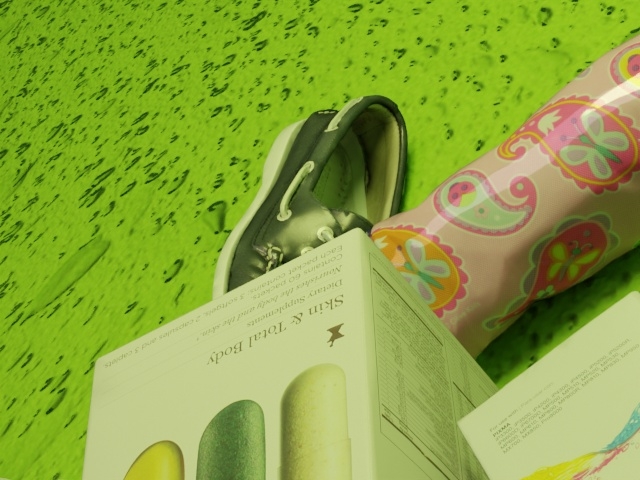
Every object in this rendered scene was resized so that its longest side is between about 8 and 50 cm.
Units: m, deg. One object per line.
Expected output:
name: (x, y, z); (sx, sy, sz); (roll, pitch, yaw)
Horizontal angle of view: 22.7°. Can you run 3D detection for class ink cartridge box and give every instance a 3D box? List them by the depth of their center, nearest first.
ink cartridge box: (0.177, 0.141, 0.824); (0.127, 0.128, 0.176); (-38, 34, 6)

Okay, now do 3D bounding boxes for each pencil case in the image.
pencil case: (0.165, -0.037, 1.045); (0.284, 0.124, 0.124); (-36, 34, 11)

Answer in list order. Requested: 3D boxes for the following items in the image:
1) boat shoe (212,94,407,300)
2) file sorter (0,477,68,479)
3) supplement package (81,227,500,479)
boat shoe: (0.000, 0.000, 1.175); (0.091, 0.114, 0.303); (-26, 37, 32)
file sorter: (-0.245, 0.264, 1.059); (0.277, 0.193, 0.173); (-5, 46, 42)
supplement package: (-0.003, 0.177, 0.902); (0.199, 0.198, 0.263); (-27, 37, 20)
